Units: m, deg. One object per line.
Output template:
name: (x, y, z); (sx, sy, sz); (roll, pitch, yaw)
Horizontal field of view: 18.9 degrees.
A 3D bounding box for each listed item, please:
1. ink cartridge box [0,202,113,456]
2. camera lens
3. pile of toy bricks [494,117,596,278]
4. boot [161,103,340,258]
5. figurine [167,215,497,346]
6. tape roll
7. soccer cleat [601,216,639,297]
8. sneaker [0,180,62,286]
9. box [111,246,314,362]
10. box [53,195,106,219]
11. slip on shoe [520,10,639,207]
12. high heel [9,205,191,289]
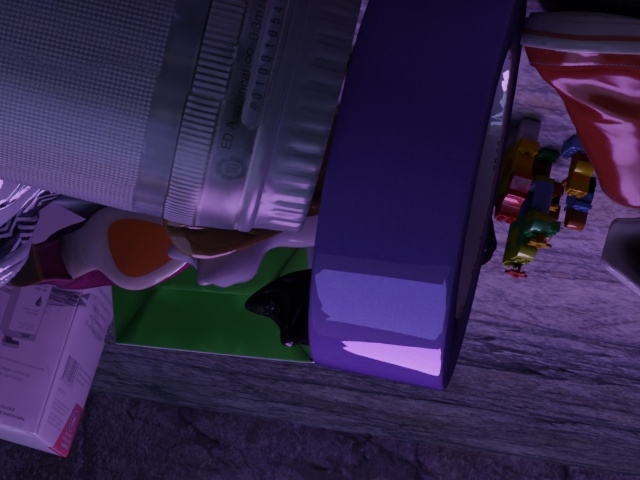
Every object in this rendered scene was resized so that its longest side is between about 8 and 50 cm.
ink cartridge box: (-0.325, 0.098, 2.277); (0.117, 0.283, 0.207); (16, 168, 7)
camera lens: (-0.122, -0.131, 1.195); (0.274, 0.219, 0.219); (14, 168, -2)
pile of toy bricks: (0.177, -0.021, 1.638); (0.118, 0.105, 0.212); (15, 168, -8)
boot: (-0.023, -0.081, 1.579); (0.262, 0.095, 0.203); (-21, -155, -9)
figurine: (0.000, 0.000, 1.598); (0.215, 0.209, 0.092); (29, 143, 50)
tape roll: (0.067, -0.044, 1.259); (0.090, 0.275, 0.275); (10, 167, 8)
soccer cleat: (0.382, 0.027, 1.612); (0.143, 0.116, 0.331); (23, 164, -39)
sneaker: (-0.286, -0.087, 1.535); (0.365, 0.137, 0.210); (-34, 135, 22)
box: (-0.037, 0.040, 1.901); (0.262, 0.127, 0.231); (3, -171, 40)
box: (-0.182, -0.066, 1.819); (0.087, 0.101, 0.102); (2, 163, 37)
slip on shoe: (0.235, -0.076, 1.352); (0.123, 0.101, 0.331); (7, 165, 32)
high heel: (-0.174, 0.008, 1.784); (0.244, 0.082, 0.117); (-17, 177, 38)
